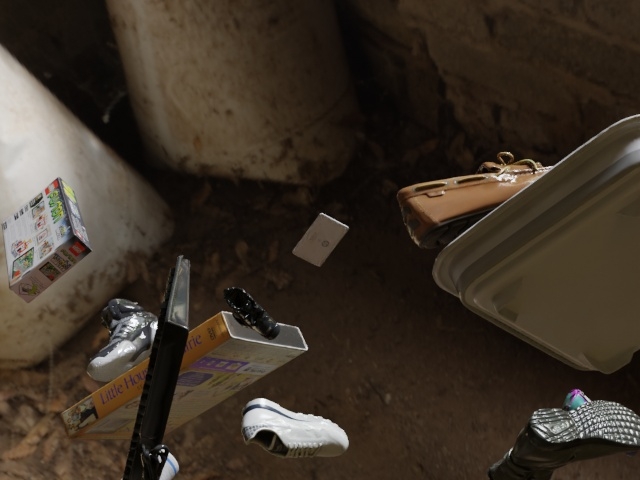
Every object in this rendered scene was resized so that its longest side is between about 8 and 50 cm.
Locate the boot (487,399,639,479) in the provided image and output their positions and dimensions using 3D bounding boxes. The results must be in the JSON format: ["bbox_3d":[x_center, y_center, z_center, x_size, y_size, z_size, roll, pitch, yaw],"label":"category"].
[{"bbox_3d":[0.397,0.338,1.482,0.246,0.161,0.083,4,45,-23],"label":"boot"}]

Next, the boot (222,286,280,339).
[{"bbox_3d":[-0.124,0.108,1.475,0.045,0.099,0.121,-50,44,-9],"label":"boot"}]

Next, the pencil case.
[{"bbox_3d":[0.523,0.338,1.700,0.151,0.070,0.064,28,28,13],"label":"pencil case"}]

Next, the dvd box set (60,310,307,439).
[{"bbox_3d":[-0.269,0.286,1.861,0.420,0.307,0.062,-33,66,19],"label":"dvd box set"}]

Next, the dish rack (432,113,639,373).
[{"bbox_3d":[0.313,0.033,0.960,0.285,0.333,0.072,-39,46,25],"label":"dish rack"}]

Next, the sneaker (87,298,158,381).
[{"bbox_3d":[-0.493,0.234,2.209,0.153,0.101,0.268,38,33,15],"label":"sneaker"}]

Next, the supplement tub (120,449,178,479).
[{"bbox_3d":[-0.312,0.429,1.643,0.071,0.071,0.107,19,45,26],"label":"supplement tub"}]

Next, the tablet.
[{"bbox_3d":[0.000,0.000,1.410,0.083,0.054,0.006,-53,24,24],"label":"tablet"}]

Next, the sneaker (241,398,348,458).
[{"bbox_3d":[-0.052,0.400,1.836,0.235,0.090,0.095,19,28,-17],"label":"sneaker"}]

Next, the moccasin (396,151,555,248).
[{"bbox_3d":[0.326,-0.094,1.733,0.380,0.139,0.147,-16,65,-12],"label":"moccasin"}]

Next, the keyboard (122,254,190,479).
[{"bbox_3d":[-0.171,0.190,0.903,0.033,0.317,0.201,9,34,-13],"label":"keyboard"}]

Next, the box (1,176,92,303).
[{"bbox_3d":[-0.387,-0.006,1.284,0.114,0.036,0.207,-39,33,1],"label":"box"}]
